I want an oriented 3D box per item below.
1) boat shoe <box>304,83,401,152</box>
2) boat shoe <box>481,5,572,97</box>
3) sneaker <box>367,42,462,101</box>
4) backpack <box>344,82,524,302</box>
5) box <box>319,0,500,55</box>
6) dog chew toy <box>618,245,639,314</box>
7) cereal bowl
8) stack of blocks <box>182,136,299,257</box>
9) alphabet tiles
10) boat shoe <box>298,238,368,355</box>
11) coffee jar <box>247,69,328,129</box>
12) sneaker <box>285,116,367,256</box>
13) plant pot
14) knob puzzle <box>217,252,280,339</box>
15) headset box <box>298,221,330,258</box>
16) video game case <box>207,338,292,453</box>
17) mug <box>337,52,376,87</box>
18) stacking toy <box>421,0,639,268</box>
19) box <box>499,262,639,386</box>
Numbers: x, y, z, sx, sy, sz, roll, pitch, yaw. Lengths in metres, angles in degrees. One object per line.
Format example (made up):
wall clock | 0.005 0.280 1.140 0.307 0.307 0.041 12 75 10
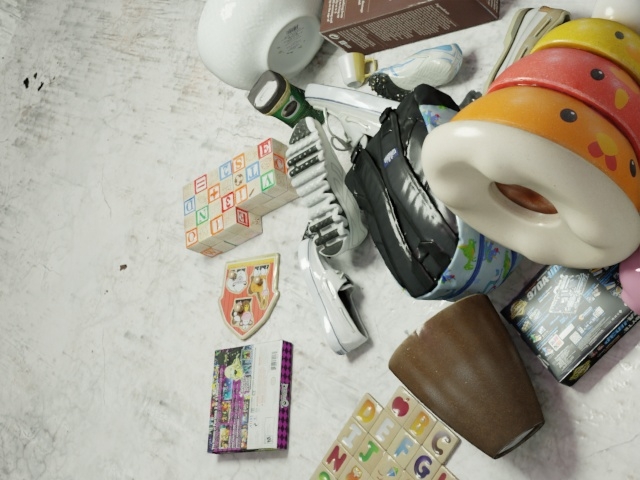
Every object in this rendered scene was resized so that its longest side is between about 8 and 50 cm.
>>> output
boat shoe | 0.097 -0.230 1.967 0.367 0.135 0.157 22 102 37
boat shoe | 0.385 -0.299 1.732 0.103 0.113 0.302 6 77 48
sneaker | 0.199 -0.352 1.952 0.237 0.085 0.086 -8 37 46
backpack | 0.214 -0.053 1.704 0.290 0.273 0.356 -52 30 34
box | 0.190 -0.536 1.980 0.381 0.143 0.191 -6 70 42
dog chew toy | 0.581 -0.017 1.384 0.332 0.206 0.207 -47 49 18
cereal bowl | -0.101 -0.471 2.090 0.141 0.339 0.339 46 106 27
stack of blocks | -0.188 -0.096 2.182 0.297 0.087 0.171 -26 59 32
alphabet tiles | 0.113 0.460 1.757 0.285 0.011 0.343 40 102 43
boat shoe | 0.032 0.104 1.914 0.084 0.095 0.258 -28 72 21
coffee jar | -0.074 -0.309 2.093 0.096 0.184 0.079 -51 48 15
sneaker | 0.015 -0.114 1.936 0.110 0.118 0.292 -18 87 45
plant pot | 0.267 0.247 1.587 0.215 0.215 0.230 -45 64 20
knob puzzle | -0.172 0.129 2.123 0.213 0.030 0.213 -16 64 37
headset box | 0.000 0.000 2.017 0.083 0.032 0.062 17 87 43
video game case | -0.154 0.341 2.018 0.210 0.041 0.232 -14 65 38
mug | 0.077 -0.379 2.075 0.078 0.062 0.064 -21 69 42
stacking toy | 0.402 -0.229 1.449 0.350 0.350 0.480 14 68 44
box | 0.435 0.109 1.575 0.220 0.051 0.175 -50 49 16
